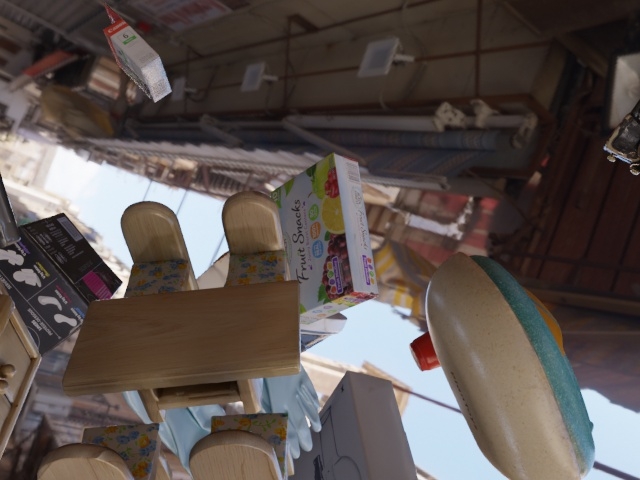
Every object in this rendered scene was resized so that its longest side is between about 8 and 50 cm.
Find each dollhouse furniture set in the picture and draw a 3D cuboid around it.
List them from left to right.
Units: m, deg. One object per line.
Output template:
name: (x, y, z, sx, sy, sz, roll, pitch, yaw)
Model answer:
dollhouse furniture set: (-0.135, 0.045, 0.393, 0.212, 0.242, 0.161, -93, 176, -52)

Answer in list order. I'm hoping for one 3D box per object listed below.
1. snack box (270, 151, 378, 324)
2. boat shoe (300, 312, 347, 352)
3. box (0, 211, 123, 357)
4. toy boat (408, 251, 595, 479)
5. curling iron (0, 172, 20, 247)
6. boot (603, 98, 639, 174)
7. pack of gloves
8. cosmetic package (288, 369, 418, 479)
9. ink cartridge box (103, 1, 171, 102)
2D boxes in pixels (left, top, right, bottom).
snack box: (0.000, 0.000, 0.636, 0.100, 0.037, 0.141, -29, -120, 42)
boat shoe: (-0.074, 0.147, 1.009, 0.108, 0.301, 0.102, 22, -79, 36)
box: (-0.415, 0.066, 0.970, 0.142, 0.163, 0.247, -38, -169, -4)
toy boat: (0.207, 0.129, 0.767, 0.148, 0.267, 0.318, -23, -177, -5)
curling iron: (-0.252, -0.122, 0.424, 0.068, 0.035, 0.274, 31, -46, 60)
boot: (0.549, -0.078, 0.956, 0.377, 0.284, 0.138, -41, 162, -31)
pack of gloves: (-0.096, 0.155, 0.648, 0.046, 0.232, 0.195, -19, -164, 38)
cosmetic package: (0.019, 0.444, 1.054, 0.284, 0.097, 0.377, -99, -147, -55)
ink cartridge box: (-0.224, -0.221, 0.766, 0.029, 0.063, 0.115, -39, -110, -16)
